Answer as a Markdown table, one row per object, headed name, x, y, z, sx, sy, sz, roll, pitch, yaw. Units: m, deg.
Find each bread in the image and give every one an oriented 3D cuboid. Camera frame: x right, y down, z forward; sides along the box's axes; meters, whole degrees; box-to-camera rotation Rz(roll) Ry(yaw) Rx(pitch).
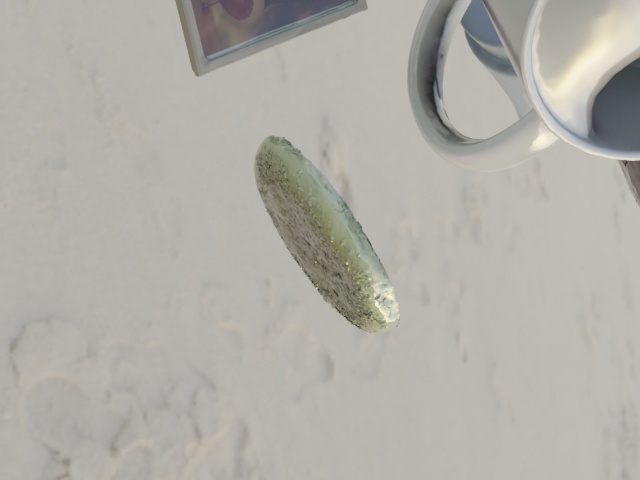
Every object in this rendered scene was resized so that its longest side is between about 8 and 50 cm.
| name | x | y | z | sx | sy | sz | roll | pitch | yaw |
| --- | --- | --- | --- | --- | --- | --- | --- | --- | --- |
| bread | 0.000 | 0.000 | 1.340 | 0.040 | 0.267 | 0.267 | -34 | 136 | -12 |

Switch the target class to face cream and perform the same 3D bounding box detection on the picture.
| name | x | y | z | sx | sy | sz | roll | pitch | yaw |
| --- | --- | --- | --- | --- | --- | --- | --- | --- | --- |
| face cream | 0.171 | -0.162 | 0.926 | 0.135 | 0.086 | 0.385 | -60 | 167 | 10 |

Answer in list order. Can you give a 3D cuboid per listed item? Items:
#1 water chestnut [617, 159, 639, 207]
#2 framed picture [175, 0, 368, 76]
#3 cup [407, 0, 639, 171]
| name | x | y | z | sx | sy | sz | roll | pitch | yaw |
| --- | --- | --- | --- | --- | --- | --- | --- | --- | --- |
| water chestnut | 0.331 | -0.061 | 0.619 | 0.347 | 0.335 | 0.335 | 64 | 26 | -9 |
| framed picture | -0.065 | -0.346 | 1.460 | 0.289 | 0.020 | 0.211 | -28 | 118 | -35 |
| cup | 0.075 | -0.094 | 0.367 | 0.099 | 0.136 | 0.133 | 53 | 17 | -44 |
